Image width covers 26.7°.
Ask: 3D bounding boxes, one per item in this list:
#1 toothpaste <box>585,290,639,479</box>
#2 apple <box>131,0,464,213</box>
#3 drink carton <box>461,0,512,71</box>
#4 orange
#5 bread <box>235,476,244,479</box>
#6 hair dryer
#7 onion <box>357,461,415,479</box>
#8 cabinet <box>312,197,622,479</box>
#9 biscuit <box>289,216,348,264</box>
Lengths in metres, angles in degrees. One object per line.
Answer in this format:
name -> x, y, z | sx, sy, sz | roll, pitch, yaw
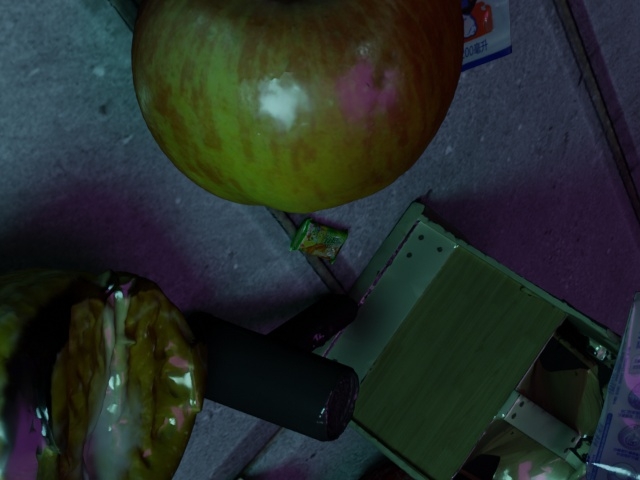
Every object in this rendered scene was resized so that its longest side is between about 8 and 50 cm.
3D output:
toothpaste -> 0.345, 0.193, 1.510 | 0.075, 0.048, 0.301 | 4, 108, -16
apple -> -0.017, -0.159, 1.202 | 0.301, 0.301, 0.301 | -26, 134, -32
drink carton -> 0.108, -0.314, 1.332 | 0.130, 0.106, 0.315 | -22, 134, -14
orange -> -0.256, 0.160, 1.212 | 0.368, 0.210, 0.271 | 2, 86, -74
bread -> -0.093, 0.373, 1.663 | 0.177, 0.084, 0.119 | -52, 141, 2
hair dryer -> -0.026, 0.115, 1.502 | 0.251, 0.197, 0.089 | -38, 140, -55
onion -> 0.105, 0.354, 1.788 | 0.283, 0.120, 0.227 | -14, 165, -45
cabinet -> 0.193, 0.171, 1.624 | 0.290, 0.318, 0.227 | -55, 142, -1
biscuit -> 0.000, 0.000, 1.542 | 0.089, 0.016, 0.046 | 20, 102, -51
